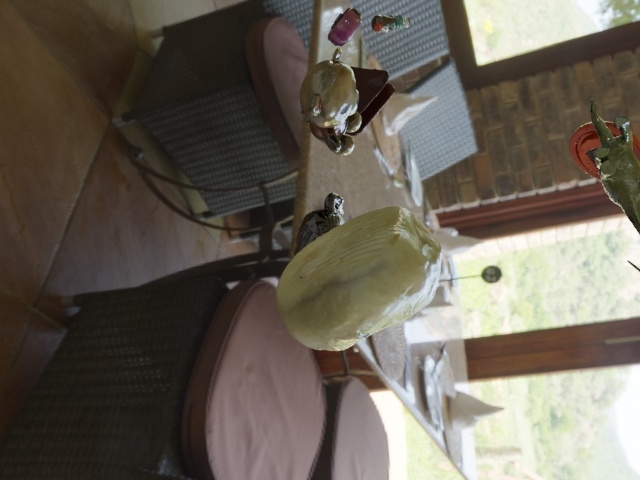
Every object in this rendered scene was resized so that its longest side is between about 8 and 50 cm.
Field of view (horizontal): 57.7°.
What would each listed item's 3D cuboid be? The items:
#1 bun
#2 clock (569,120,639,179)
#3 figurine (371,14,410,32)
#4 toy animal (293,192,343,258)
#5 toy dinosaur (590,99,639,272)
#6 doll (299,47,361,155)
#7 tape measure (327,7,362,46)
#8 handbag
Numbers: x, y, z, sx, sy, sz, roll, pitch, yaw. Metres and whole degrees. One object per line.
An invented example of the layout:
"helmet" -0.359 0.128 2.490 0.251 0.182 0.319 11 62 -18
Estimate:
"bun" 0.090 0.088 1.187 0.213 0.361 0.361 57 25 -17
"clock" 0.793 -0.243 1.615 0.051 0.205 0.205 -46 133 -22
"figurine" 0.190 -0.589 1.579 0.060 0.106 0.047 -113 -161 -46
"toy animal" 0.000 0.000 1.665 0.298 0.122 0.185 -52 150 -35
"toy dinosaur" 0.533 -0.117 1.026 0.147 0.077 0.362 28 48 -60
"doll" 0.029 -0.396 1.713 0.330 0.174 0.234 78 33 -68
"tape measure" 0.074 -0.685 1.871 0.074 0.125 0.118 36 78 -14
"handbag" 0.095 -0.498 2.058 0.260 0.276 0.084 -51 136 -12
